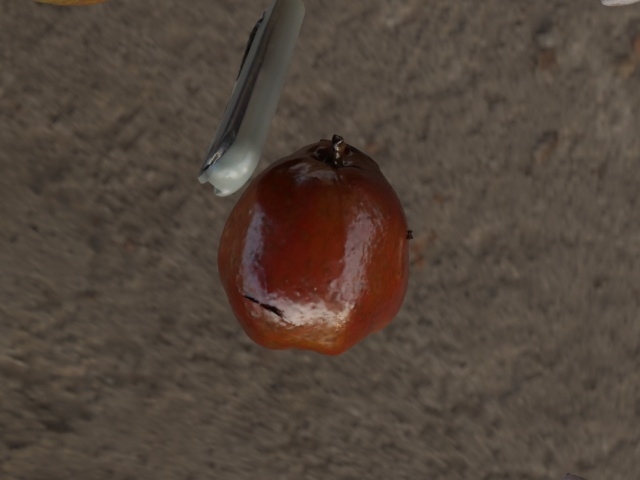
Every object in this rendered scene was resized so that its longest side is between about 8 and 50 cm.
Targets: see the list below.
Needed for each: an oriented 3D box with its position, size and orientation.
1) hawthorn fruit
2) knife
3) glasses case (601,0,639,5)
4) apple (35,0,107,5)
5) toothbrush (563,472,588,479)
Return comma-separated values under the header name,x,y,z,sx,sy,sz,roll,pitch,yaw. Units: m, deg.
name,x,y,z,sx,sy,sz,roll,pitch,yaw
hawthorn fruit,0.000,0.000,1.762,0.185,0.185,0.202,17,108,11
knife,-0.065,-0.135,1.763,0.040,0.266,0.073,35,130,-16
glasses case,0.239,-0.189,1.420,0.032,0.083,0.021,-15,89,-33
apple,-0.221,-0.387,1.882,0.309,0.277,0.250,-27,74,-19
toothbrush,0.329,0.274,1.780,0.024,0.026,0.288,-34,33,-28
